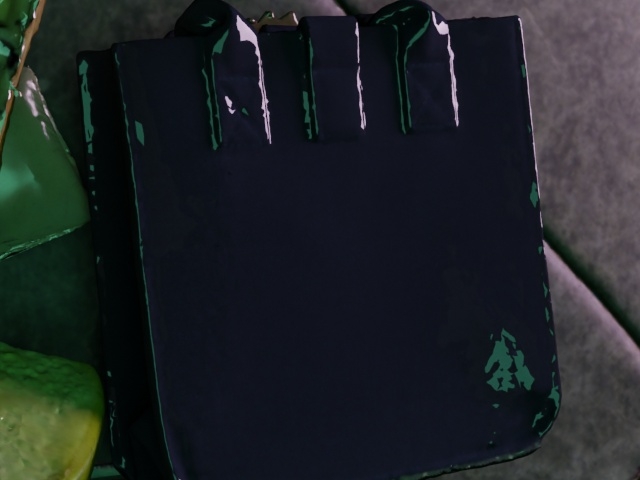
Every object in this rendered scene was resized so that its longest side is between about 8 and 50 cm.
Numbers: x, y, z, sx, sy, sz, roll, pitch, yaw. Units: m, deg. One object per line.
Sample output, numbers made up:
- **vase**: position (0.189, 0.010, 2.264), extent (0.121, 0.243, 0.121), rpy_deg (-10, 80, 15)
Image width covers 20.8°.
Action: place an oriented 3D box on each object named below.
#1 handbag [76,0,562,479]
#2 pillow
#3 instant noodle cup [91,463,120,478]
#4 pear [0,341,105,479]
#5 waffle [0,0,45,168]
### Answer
- **handbag**: position (0.000, 0.000, 1.159), extent (0.303, 0.122, 0.329), rpy_deg (-8, 95, -27)
- **pillow**: position (-0.256, -0.023, 1.119), extent (0.208, 0.053, 0.119), rpy_deg (-28, 104, -16)
- **instant noodle cup**: position (-0.105, 0.336, 1.099), extent (0.340, 0.266, 0.339), rpy_deg (-3, 98, -19)
- **pear**: position (-0.284, 0.168, 0.990), extent (0.286, 0.282, 0.176), rpy_deg (16, 115, -10)
- **waffle**: position (-0.351, -0.146, 1.012), extent (0.376, 0.114, 0.261), rpy_deg (15, 83, -13)
